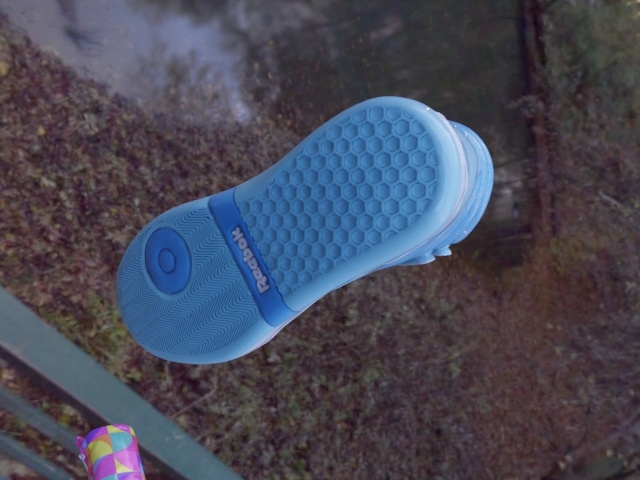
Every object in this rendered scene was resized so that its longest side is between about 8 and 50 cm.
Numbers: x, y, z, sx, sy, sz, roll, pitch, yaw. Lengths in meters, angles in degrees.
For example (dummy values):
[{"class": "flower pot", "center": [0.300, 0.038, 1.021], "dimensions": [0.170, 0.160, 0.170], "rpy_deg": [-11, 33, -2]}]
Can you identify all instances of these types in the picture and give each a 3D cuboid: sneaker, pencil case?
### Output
[{"class": "sneaker", "center": [0.000, 0.000, 0.564], "dimensions": [0.208, 0.319, 0.127], "rpy_deg": [-12, 80, -59]}, {"class": "pencil case", "center": [-0.345, 0.425, 1.174], "dimensions": [0.104, 0.104, 0.236], "rpy_deg": [48, 5, -45]}]
